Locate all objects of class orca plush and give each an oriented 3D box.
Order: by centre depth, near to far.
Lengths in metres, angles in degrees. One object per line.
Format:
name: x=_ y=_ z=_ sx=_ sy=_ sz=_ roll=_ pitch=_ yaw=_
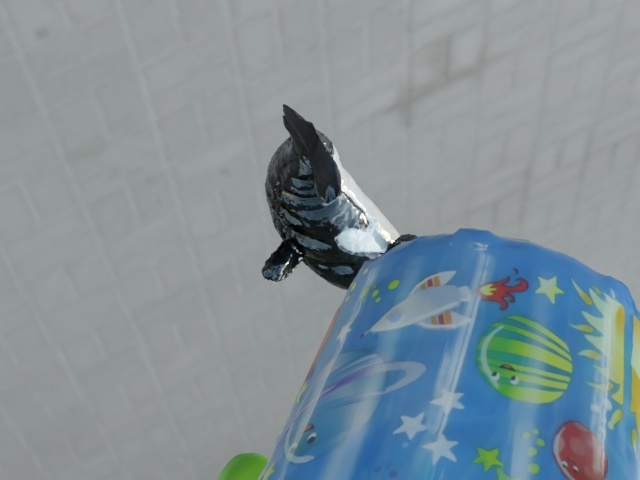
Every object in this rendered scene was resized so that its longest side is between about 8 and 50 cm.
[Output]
orca plush: x=0.000 y=0.000 z=1.245 sx=0.102 sy=0.151 sz=0.287 roll=-54 pitch=174 yaw=-8

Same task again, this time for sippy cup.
sippy cup: x=0.073 y=0.126 z=0.772 sx=0.305 sy=0.224 sz=0.240 roll=8 pitch=148 yaw=15
